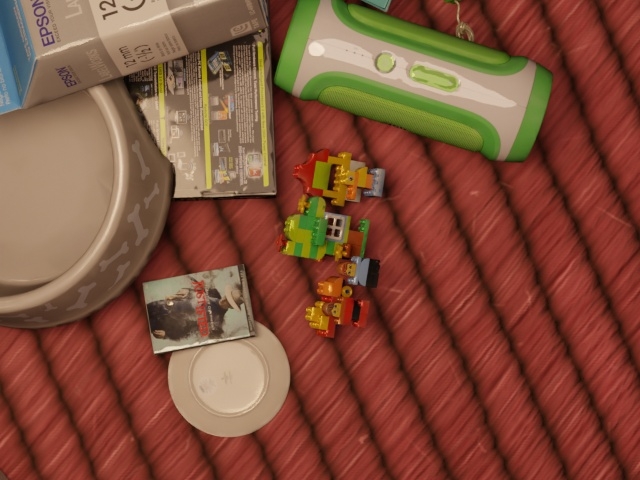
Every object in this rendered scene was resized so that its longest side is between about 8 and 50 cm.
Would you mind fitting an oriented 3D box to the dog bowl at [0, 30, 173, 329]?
[{"bbox_3d":[-0.341,-0.073,1.813,0.348,0.102,0.349,0,89,13],"label":"dog bowl"}]

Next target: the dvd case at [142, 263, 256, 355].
[{"bbox_3d":[-0.139,0.079,1.889,0.119,0.013,0.087,-9,76,-2],"label":"dvd case"}]

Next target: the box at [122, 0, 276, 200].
[{"bbox_3d":[-0.161,-0.179,1.882,0.216,0.060,0.270,-3,89,-2],"label":"box"}]

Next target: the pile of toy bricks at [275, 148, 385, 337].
[{"bbox_3d":[0.000,0.000,1.844,0.105,0.118,0.212,9,87,-21],"label":"pile of toy bricks"}]

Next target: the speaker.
[{"bbox_3d":[0.103,-0.182,1.853,0.296,0.131,0.131,17,88,-1],"label":"speaker"}]

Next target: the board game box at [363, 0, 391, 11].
[{"bbox_3d":[-0.027,-0.439,1.823,0.336,0.079,0.254,24,122,-1],"label":"board game box"}]

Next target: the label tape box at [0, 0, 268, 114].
[{"bbox_3d":[-0.256,-0.295,1.716,0.347,0.115,0.249,-18,73,-1],"label":"label tape box"}]

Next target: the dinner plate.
[{"bbox_3d":[-0.105,0.156,1.895,0.141,0.017,0.141,0,88,0],"label":"dinner plate"}]

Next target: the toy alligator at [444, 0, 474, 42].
[{"bbox_3d":[0.151,-0.316,1.901,0.051,0.056,0.190,-21,90,-43],"label":"toy alligator"}]

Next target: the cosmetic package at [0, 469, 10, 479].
[{"bbox_3d":[-0.588,0.342,1.804,0.453,0.161,0.230,-41,90,-3],"label":"cosmetic package"}]
